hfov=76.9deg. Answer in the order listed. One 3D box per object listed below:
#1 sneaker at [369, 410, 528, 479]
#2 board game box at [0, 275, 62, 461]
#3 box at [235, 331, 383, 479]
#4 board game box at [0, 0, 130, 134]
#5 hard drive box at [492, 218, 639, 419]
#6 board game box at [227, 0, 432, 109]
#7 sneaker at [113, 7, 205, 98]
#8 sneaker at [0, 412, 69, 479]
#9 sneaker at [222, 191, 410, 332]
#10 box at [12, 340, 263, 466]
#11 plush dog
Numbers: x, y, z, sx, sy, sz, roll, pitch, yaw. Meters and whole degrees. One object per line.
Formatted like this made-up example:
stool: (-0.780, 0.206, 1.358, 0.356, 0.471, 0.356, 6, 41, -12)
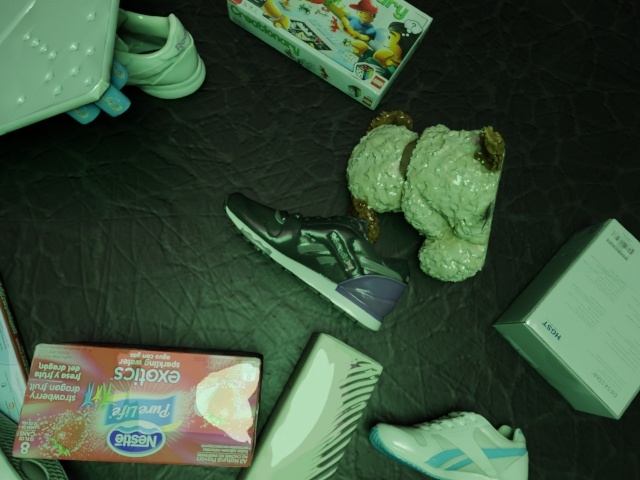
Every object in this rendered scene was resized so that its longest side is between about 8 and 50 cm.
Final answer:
sneaker: (0.176, 0.280, 0.558, 0.228, 0.087, 0.092, 18, 68, -9)
board game box: (-0.462, 0.191, 0.528, 0.145, 0.027, 0.282, -23, 80, -13)
box: (-0.029, 0.261, 0.520, 0.094, 0.113, 0.275, 29, 76, 0)
board game box: (-0.406, -0.281, 0.535, 0.389, 0.050, 0.390, -12, 68, 16)
hard drive box: (0.419, 0.113, 0.617, 0.232, 0.089, 0.181, -41, 84, -14)
board game box: (0.019, -0.389, 0.709, 0.305, 0.053, 0.193, 33, 75, 2)
sneaker: (-0.335, -0.283, 0.592, 0.304, 0.152, 0.114, -8, 80, -7)
sneaker: (-0.409, 0.283, 0.448, 0.255, 0.094, 0.151, 33, 69, 11)
sneaker: (0.000, 0.000, 0.581, 0.283, 0.107, 0.124, 36, 90, -7)
box: (-0.204, 0.196, 0.505, 0.256, 0.128, 0.123, 6, 76, -6)
plush dog: (0.145, -0.095, 0.601, 0.225, 0.210, 0.263, 11, 72, 23)
